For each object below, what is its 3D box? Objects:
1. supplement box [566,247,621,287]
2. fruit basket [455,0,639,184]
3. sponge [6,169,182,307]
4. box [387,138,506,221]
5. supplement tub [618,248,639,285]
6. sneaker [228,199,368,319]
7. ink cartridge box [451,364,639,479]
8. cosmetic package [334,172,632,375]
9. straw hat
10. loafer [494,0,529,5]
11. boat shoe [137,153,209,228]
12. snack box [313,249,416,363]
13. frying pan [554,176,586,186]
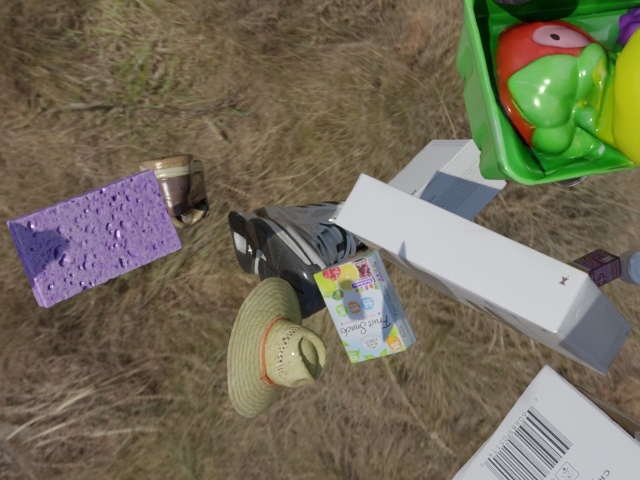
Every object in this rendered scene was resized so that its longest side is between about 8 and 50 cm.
[{"bbox_3d":[0.497,0.054,1.671,0.083,0.055,0.043,-22,116,-19],"label":"supplement box"},{"bbox_3d":[0.359,-0.187,1.010,0.392,0.392,0.283,-12,83,9],"label":"fruit basket"},{"bbox_3d":[-0.289,-0.006,1.196,0.031,0.210,0.117,-1,110,52],"label":"sponge"},{"bbox_3d":[0.235,-0.099,1.819,0.182,0.181,0.119,-45,107,-9],"label":"box"},{"bbox_3d":[0.606,0.051,1.745,0.071,0.107,0.071,0,88,4],"label":"supplement tub"},{"bbox_3d":[0.000,-0.001,1.709,0.257,0.447,0.169,-15,109,-15],"label":"sneaker"},{"bbox_3d":[0.295,0.262,0.714,0.130,0.309,0.272,-53,46,7],"label":"ink cartridge box"},{"bbox_3d":[0.242,0.050,1.354,0.377,0.284,0.097,27,85,35],"label":"cosmetic package"},{"bbox_3d":[-0.028,0.110,0.885,0.061,0.144,0.145,11,101,27],"label":"straw hat"},{"bbox_3d":[0.123,-0.406,0.964,0.130,0.134,0.366,-41,86,-19],"label":"loafer"},{"bbox_3d":[-0.259,-0.079,1.652,0.123,0.342,0.123,-12,91,-8],"label":"boat shoe"},{"bbox_3d":[0.062,0.094,1.293,0.100,0.037,0.141,-20,95,39],"label":"snack box"},{"bbox_3d":[0.431,-0.156,1.518,0.053,0.326,0.197,-3,124,-19],"label":"frying pan"}]
